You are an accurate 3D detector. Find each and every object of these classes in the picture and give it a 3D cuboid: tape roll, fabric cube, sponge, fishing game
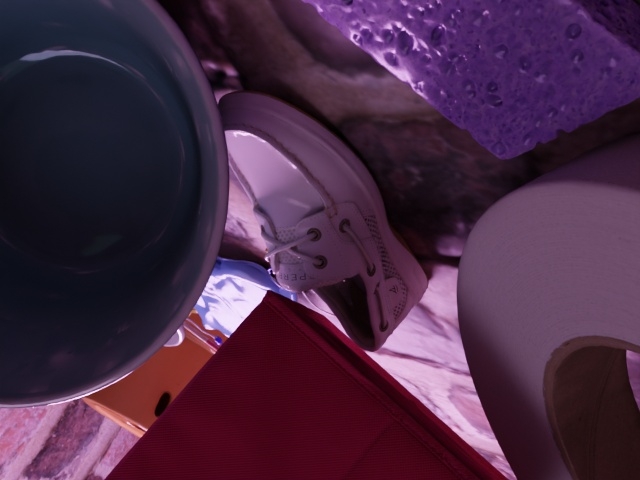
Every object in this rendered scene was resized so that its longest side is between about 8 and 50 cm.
[{"bbox_3d":[0.219,0.128,0.388,0.392,0.072,0.392,55,161,28],"label":"tape roll"},{"bbox_3d":[-0.008,0.228,0.573,0.259,0.258,0.254,41,178,15],"label":"fabric cube"},{"bbox_3d":[0.055,-0.127,0.353,0.210,0.031,0.117,35,156,-13],"label":"sponge"},{"bbox_3d":[-0.097,0.073,0.890,0.189,0.041,0.264,39,140,-19],"label":"fishing game"}]

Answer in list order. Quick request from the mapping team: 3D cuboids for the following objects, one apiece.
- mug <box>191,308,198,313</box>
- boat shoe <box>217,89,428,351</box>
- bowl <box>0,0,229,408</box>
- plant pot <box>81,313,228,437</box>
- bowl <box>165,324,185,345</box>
[{"bbox_3d":[-0.192,0.077,0.993,0.062,0.064,0.078,36,155,-13],"label":"mug"},{"bbox_3d":[0.000,0.000,0.582,0.098,0.096,0.277,4,146,44],"label":"boat shoe"},{"bbox_3d":[-0.204,-0.053,0.527,0.311,0.311,0.163,30,-169,0],"label":"bowl"},{"bbox_3d":[-0.242,0.216,1.153,0.291,0.203,0.291,24,155,12],"label":"plant pot"},{"bbox_3d":[-0.245,-0.019,0.778,0.298,0.134,0.298,25,156,12],"label":"bowl"}]
